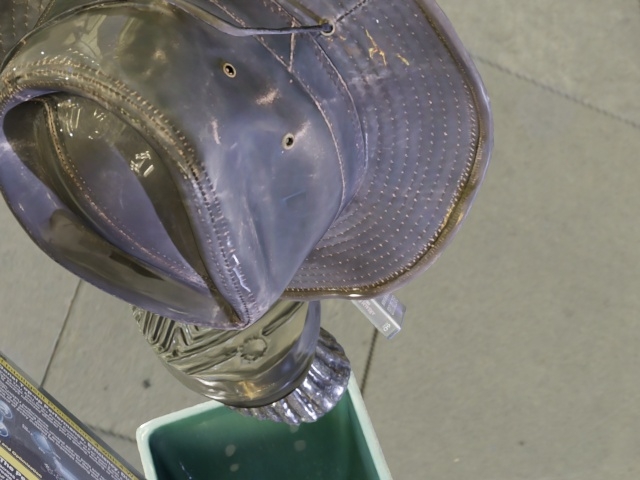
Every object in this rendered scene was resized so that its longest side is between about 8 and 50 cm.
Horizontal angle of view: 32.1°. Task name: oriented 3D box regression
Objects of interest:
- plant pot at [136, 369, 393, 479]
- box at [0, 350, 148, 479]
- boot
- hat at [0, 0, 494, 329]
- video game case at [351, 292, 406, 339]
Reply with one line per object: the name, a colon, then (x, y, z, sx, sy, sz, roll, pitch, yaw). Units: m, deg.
plant pot: (-0.036, 0.330, 1.252, 0.247, 0.252, 0.247, -18, 53, -4)
box: (-0.187, 0.128, 0.480, 0.097, 0.318, 0.395, -42, 108, 6)
boot: (-0.054, 0.087, 0.952, 0.131, 0.348, 0.260, -36, 124, -6)
hat: (-0.073, -0.042, 0.587, 0.331, 0.331, 0.134, 26, 46, -9)
video game case: (0.000, 0.000, 1.336, 0.026, 0.196, 0.274, -43, 88, 7)
